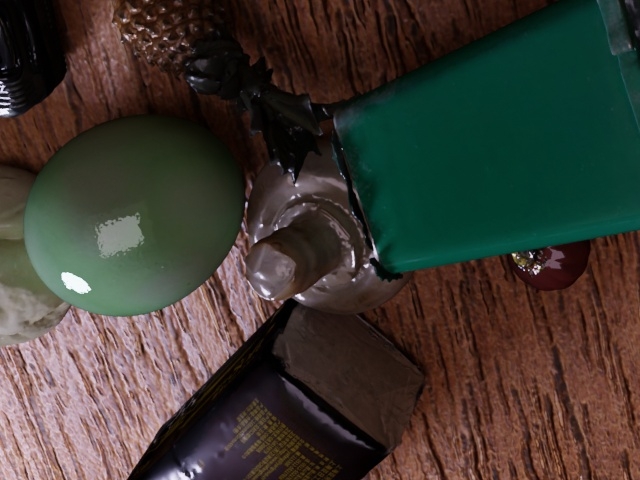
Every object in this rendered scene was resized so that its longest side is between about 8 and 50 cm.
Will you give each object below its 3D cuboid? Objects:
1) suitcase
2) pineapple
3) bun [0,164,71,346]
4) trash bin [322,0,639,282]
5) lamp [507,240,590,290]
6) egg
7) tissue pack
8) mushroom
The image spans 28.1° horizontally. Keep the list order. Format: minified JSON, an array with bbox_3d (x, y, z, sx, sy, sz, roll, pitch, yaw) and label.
[{"bbox_3d":[-0.452,-0.247,1.457,0.312,0.128,0.202,3,123,21],"label":"suitcase"},{"bbox_3d":[-0.095,-0.182,1.334,0.277,0.119,0.130,42,162,16],"label":"pineapple"},{"bbox_3d":[-0.425,0.036,1.604,0.259,0.160,0.259,8,124,12],"label":"bun"},{"bbox_3d":[0.215,-0.124,1.220,0.381,0.259,0.295,-17,93,32],"label":"trash bin"},{"bbox_3d":[0.248,0.005,1.395,0.101,0.090,0.101,18,114,45],"label":"lamp"},{"bbox_3d":[-0.209,-0.029,1.451,0.270,0.220,0.220,-22,111,23],"label":"egg"},{"bbox_3d":[-0.068,0.254,1.587,0.210,0.198,0.370,39,125,-9],"label":"tissue pack"},{"bbox_3d":[0.012,-0.013,1.408,0.206,0.209,0.206,0,93,6],"label":"mushroom"}]
